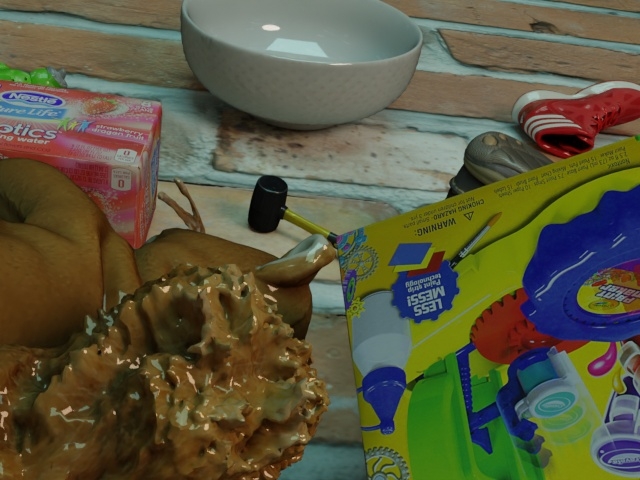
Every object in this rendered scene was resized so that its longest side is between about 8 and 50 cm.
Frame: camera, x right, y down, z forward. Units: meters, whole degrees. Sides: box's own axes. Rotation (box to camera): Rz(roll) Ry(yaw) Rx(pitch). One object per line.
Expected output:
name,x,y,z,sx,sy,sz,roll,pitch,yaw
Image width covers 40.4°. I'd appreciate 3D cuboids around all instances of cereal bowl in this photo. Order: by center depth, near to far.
cereal bowl,-0.033,-0.256,1.241,0.339,0.141,0.339,8,33,-5

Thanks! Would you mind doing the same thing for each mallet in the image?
mallet,0.000,0.000,0.970,0.190,0.062,0.039,34,39,9

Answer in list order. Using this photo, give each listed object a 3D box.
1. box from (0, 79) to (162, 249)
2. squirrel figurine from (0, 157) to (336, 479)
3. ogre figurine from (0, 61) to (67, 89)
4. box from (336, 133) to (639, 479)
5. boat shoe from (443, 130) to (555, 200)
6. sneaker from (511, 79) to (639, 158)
box,-0.323,-0.070,0.882,0.300,0.142,0.154,7,33,-6
squirrel figurine,-0.150,0.088,0.597,0.371,0.281,0.397,7,18,-33
ogre figurine,-0.362,-0.144,1.005,0.197,0.118,0.096,4,34,-10
box,0.189,0.106,0.531,0.290,0.177,0.279,-19,57,19
boat shoe,0.284,0.019,0.931,0.355,0.130,0.132,31,25,-5
sneaker,0.409,-0.169,1.302,0.221,0.087,0.128,-9,45,-7
